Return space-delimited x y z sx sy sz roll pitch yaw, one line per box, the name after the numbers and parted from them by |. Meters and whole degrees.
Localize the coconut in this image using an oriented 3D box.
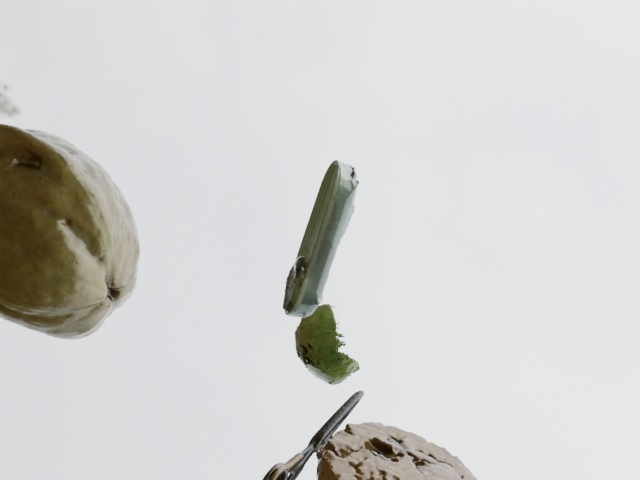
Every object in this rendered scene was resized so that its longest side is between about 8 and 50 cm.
0.004 0.178 2.227 0.133 0.055 0.158 43 -36 37 | coconut

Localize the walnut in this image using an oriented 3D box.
-0.347 -0.015 1.691 0.283 0.227 0.283 28 -43 29 | walnut

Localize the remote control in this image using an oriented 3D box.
0.000 0.000 2.069 0.104 0.052 0.247 -128 -124 -75 | remote control

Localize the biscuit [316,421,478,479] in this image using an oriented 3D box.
0.123 0.349 1.904 0.296 0.296 0.075 47 -61 43 | biscuit

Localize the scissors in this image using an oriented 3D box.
-0.009 0.266 1.779 0.017 0.220 0.088 27 -40 24 | scissors
